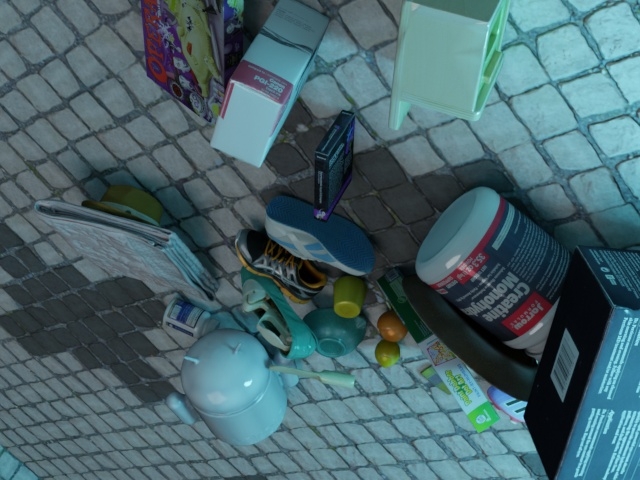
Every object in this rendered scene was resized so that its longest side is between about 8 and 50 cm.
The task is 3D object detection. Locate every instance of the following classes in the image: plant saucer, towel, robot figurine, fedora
[{"bbox_3d":[0.275,0.155,1.763,0.310,0.310,0.050,37,105,-9],"label":"plant saucer"},{"bbox_3d":[0.256,0.293,2.109,0.083,0.009,0.060,35,142,-7],"label":"towel"},{"bbox_3d":[-0.397,0.024,2.091,0.317,0.053,0.332,15,162,18],"label":"towel"},{"bbox_3d":[-0.192,0.329,2.250,0.300,0.200,0.353,-25,143,-3],"label":"robot figurine"},{"bbox_3d":[-0.386,-0.060,2.043,0.194,0.079,0.194,17,163,6],"label":"fedora"}]

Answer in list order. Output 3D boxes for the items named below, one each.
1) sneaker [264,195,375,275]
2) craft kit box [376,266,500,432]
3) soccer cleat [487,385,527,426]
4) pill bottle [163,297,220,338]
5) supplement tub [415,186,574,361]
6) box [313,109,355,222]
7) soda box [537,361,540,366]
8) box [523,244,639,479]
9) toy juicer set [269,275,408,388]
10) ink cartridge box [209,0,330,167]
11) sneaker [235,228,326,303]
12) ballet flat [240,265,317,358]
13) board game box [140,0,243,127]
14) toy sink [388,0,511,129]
[{"bbox_3d":[0.000,0.000,1.893,0.228,0.087,0.092,30,149,10],"label":"sneaker"},{"bbox_3d":[0.216,0.199,1.868,0.061,0.250,0.247,-36,118,3],"label":"craft kit box"},{"bbox_3d":[0.455,0.338,1.996,0.248,0.083,0.095,28,113,9],"label":"soccer cleat"},{"bbox_3d":[-0.292,0.182,2.282,0.120,0.067,0.067,23,141,8],"label":"pill bottle"},{"bbox_3d":[0.312,0.058,1.666,0.272,0.191,0.191,37,141,-9],"label":"supplement tub"},{"bbox_3d":[0.023,-0.126,1.705,0.029,0.116,0.162,20,140,14],"label":"box"},{"bbox_3d":[0.491,0.161,1.749,0.098,0.091,0.286,28,142,-2],"label":"soda box"},{"bbox_3d":[0.519,0.205,1.543,0.312,0.179,0.343,6,119,-8],"label":"box"},{"bbox_3d":[0.057,0.205,2.085,0.209,0.089,0.329,25,135,-16],"label":"toy juicer set"},{"bbox_3d":[-0.078,-0.246,1.551,0.092,0.218,0.158,24,142,-2],"label":"ink cartridge box"},{"bbox_3d":[-0.076,0.041,1.986,0.215,0.084,0.083,36,140,-24],"label":"sneaker"},{"bbox_3d":[-0.105,0.141,2.024,0.247,0.087,0.083,50,130,23],"label":"ballet flat"},{"bbox_3d":[-0.207,-0.352,1.599,0.208,0.056,0.347,42,149,27],"label":"board game box"},{"bbox_3d":[0.188,-0.268,1.416,0.131,0.153,0.234,18,140,13],"label":"toy sink"}]
